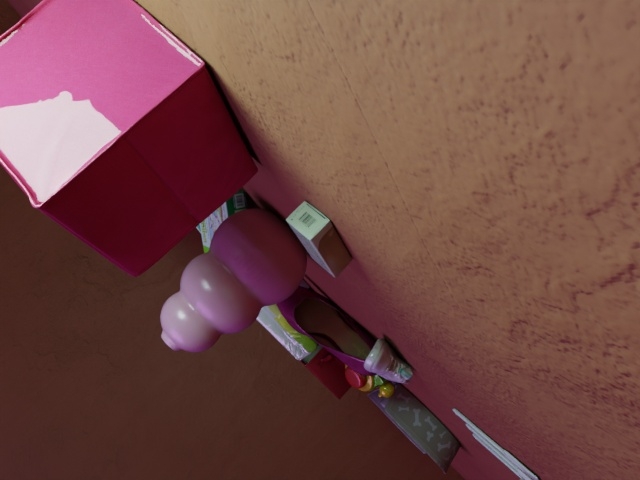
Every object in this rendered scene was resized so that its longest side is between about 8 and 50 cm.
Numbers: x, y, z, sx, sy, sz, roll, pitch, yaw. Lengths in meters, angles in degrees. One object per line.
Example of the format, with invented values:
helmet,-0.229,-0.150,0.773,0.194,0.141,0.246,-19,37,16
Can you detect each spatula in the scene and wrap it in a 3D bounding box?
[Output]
spatula,0.381,0.456,1.223,0.168,0.019,0.242,51,170,-35

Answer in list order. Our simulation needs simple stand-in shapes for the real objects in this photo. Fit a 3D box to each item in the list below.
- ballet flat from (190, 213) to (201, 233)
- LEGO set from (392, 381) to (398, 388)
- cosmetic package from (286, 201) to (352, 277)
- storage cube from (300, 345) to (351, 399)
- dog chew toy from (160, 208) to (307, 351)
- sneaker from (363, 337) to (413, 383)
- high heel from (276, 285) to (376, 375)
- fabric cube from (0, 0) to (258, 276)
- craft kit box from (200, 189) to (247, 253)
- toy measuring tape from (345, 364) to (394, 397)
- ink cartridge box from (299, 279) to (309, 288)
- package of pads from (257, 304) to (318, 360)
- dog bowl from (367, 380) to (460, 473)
ballet flat,-0.314,-0.109,1.617,0.400,0.139,0.139,42,170,16
LEGO set,0.227,0.434,1.852,0.083,0.023,0.054,56,175,30
cosmetic package,0.000,0.000,0.856,0.060,0.041,0.115,39,169,34
storage cube,0.043,0.427,2.126,0.193,0.183,0.215,48,171,-17
dog chew toy,-0.186,0.091,1.185,0.206,0.332,0.206,45,171,9
sneaker,0.164,0.285,1.327,0.094,0.080,0.212,28,171,26
high heel,0.014,0.212,1.527,0.377,0.127,0.181,33,167,18
fabric cube,-0.284,-0.148,0.804,0.254,0.259,0.258,44,171,20
craft kit box,-0.229,-0.010,1.396,0.246,0.061,0.250,-155,56,-62
toy measuring tape,0.086,0.317,1.647,0.330,0.121,0.121,47,172,24
ink cartridge box,-0.125,0.075,1.761,0.207,0.046,0.097,50,170,-29
package of pads,-0.107,0.214,1.856,0.296,0.101,0.229,46,-158,1
dog bowl,0.312,0.600,1.923,0.349,0.102,0.349,45,171,9
